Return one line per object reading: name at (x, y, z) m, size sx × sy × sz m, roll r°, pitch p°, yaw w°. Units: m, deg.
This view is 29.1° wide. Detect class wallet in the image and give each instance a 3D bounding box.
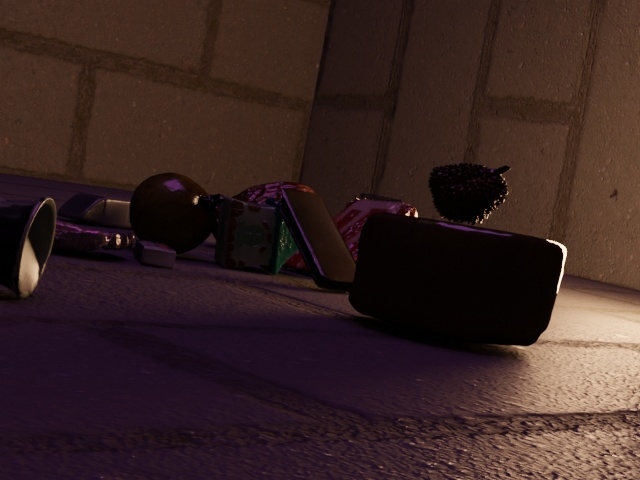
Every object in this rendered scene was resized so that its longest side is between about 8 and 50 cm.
wallet at (0.000, 0.000, 2.041) m, size 0.110 × 0.031 × 0.198 m, roll 9°, pitch 44°, yaw -45°

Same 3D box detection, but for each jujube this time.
jujube at (-0.107, -0.038, 2.484) m, size 0.236 × 0.168 × 0.168 m, roll -6°, pitch 7°, yaw -12°

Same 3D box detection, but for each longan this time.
longan at (-0.245, -0.051, 2.121) m, size 0.176 × 0.145 × 0.155 m, roll -21°, pitch 10°, yaw 20°

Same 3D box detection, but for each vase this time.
vase at (-0.477, -0.037, 1.338) m, size 0.360 × 0.165 × 0.165 m, roll 14°, pitch 4°, yaw 2°

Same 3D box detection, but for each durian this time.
durian at (0.205, -0.058, 1.669) m, size 0.110 × 0.071 × 0.140 m, roll 25°, pitch -30°, yaw -28°

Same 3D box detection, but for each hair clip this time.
hair clip at (-0.439, -0.029, 1.895) m, size 0.300 × 0.069 × 0.173 m, roll 20°, pitch 5°, yaw 1°

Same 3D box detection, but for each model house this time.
model house at (-0.100, -0.010, 2.127) m, size 0.149 × 0.127 × 0.100 m, roll 5°, pitch 5°, yaw -18°

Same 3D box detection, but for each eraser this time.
eraser at (-0.385, -0.055, 2.571) m, size 0.089 × 0.061 × 0.352 m, roll 13°, pitch 4°, yaw 41°
eraser at (-0.262, 0.021, 1.946) m, size 0.052 × 0.029 × 0.122 m, roll 9°, pitch 3°, yaw -16°

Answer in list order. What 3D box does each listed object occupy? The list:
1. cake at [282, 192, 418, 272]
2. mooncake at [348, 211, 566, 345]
cake at (0.059, 0.047, 2.307) m, size 0.158 × 0.159 × 0.262 m, roll 14°, pitch 39°, yaw 40°
mooncake at (0.183, 0.053, 1.672) m, size 0.284 × 0.155 × 0.284 m, roll 8°, pitch 2°, yaw 0°
